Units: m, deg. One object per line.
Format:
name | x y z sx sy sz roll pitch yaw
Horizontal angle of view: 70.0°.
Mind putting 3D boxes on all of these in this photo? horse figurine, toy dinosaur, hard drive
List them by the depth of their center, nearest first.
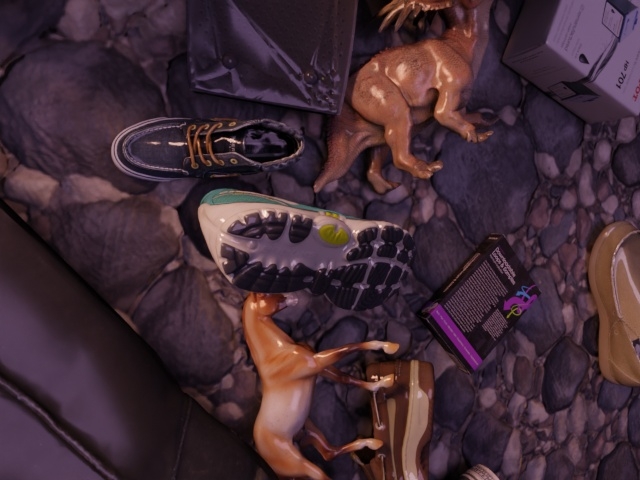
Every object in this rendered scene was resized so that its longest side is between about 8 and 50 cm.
hard drive | -0.047 -0.263 0.470 0.172 0.054 0.255 4 91 -18
horse figurine | -0.012 0.187 0.507 0.174 0.066 0.263 7 103 8
toy dinosaur | 0.089 -0.175 0.509 0.295 0.127 0.200 -34 96 2

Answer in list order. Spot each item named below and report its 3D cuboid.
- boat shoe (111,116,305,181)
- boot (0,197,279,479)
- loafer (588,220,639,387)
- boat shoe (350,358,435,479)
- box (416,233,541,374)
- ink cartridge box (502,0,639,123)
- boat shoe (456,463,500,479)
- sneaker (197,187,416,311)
boat shoe | -0.109 -0.095 0.451 0.183 0.083 0.065 -7 97 -20
boot | -0.280 0.183 0.322 0.445 0.146 0.367 54 53 -20
loafer | 0.484 0.102 0.696 0.102 0.092 0.269 -15 100 -19
boat shoe | 0.085 0.268 0.571 0.095 0.095 0.257 4 97 10
box | 0.221 0.086 0.626 0.162 0.029 0.116 -43 109 -11
ink cartridge box | 0.361 -0.267 0.621 0.190 0.082 0.140 23 86 -20
boat shoe | 0.240 0.465 0.627 0.102 0.108 0.301 -24 101 -18
sneaker | 0.000 0.000 0.493 0.275 0.110 0.107 18 106 -39
